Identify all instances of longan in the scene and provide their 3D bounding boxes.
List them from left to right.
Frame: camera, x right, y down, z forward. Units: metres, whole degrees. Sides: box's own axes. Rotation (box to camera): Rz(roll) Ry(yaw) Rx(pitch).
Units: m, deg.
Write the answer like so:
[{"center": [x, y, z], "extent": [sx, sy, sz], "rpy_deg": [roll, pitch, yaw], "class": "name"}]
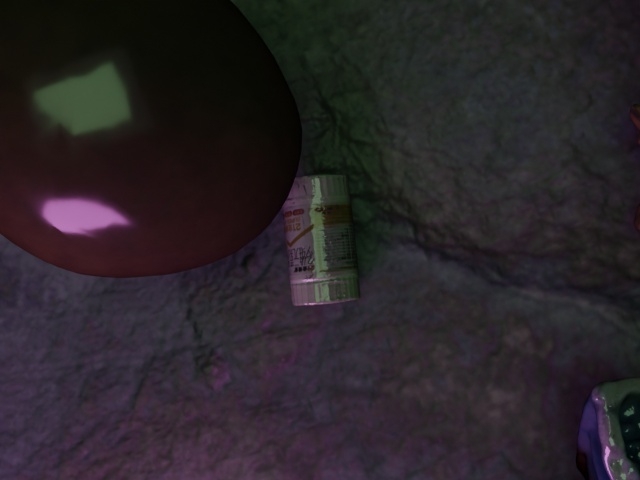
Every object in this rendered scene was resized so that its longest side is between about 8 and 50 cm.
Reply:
[{"center": [-0.120, -0.075, 0.457], "extent": [0.196, 0.196, 0.220], "rpy_deg": [-45, 92, 4], "class": "longan"}]

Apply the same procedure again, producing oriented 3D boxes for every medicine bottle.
[{"center": [0.000, 0.000, 0.511], "extent": [0.047, 0.047, 0.083], "rpy_deg": [-6, 88, 7], "class": "medicine bottle"}]

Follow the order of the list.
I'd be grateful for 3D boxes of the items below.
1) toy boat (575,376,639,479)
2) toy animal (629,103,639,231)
[{"center": [0.271, 0.179, 0.415], "extent": [0.309, 0.142, 0.129], "rpy_deg": [38, 64, 7], "class": "toy boat"}, {"center": [0.274, -0.002, 0.465], "extent": [0.214, 0.094, 0.186], "rpy_deg": [16, 95, 0], "class": "toy animal"}]
